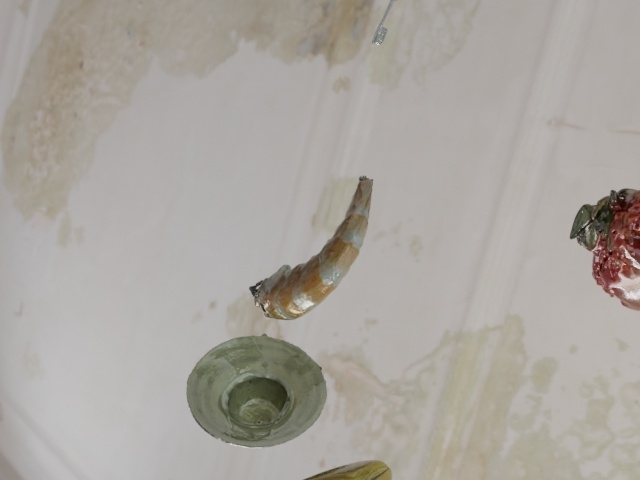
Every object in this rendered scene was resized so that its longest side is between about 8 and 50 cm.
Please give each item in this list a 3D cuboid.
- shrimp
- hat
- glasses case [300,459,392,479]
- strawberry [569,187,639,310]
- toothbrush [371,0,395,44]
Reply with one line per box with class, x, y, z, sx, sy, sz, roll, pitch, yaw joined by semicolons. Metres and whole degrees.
shrimp;0.000;0.021;1.329;0.287;0.068;0.185;-55;-158;5
hat;-0.114;0.296;1.516;0.252;0.252;0.110;51;-31;41
glasses case;-0.016;0.305;0.966;0.234;0.079;0.064;-34;-101;38
strawberry;0.210;0.015;0.482;0.104;0.152;0.048;-40;-150;42
toothbrush;0.120;-0.381;1.269;0.014;0.017;0.194;-100;-151;-54
